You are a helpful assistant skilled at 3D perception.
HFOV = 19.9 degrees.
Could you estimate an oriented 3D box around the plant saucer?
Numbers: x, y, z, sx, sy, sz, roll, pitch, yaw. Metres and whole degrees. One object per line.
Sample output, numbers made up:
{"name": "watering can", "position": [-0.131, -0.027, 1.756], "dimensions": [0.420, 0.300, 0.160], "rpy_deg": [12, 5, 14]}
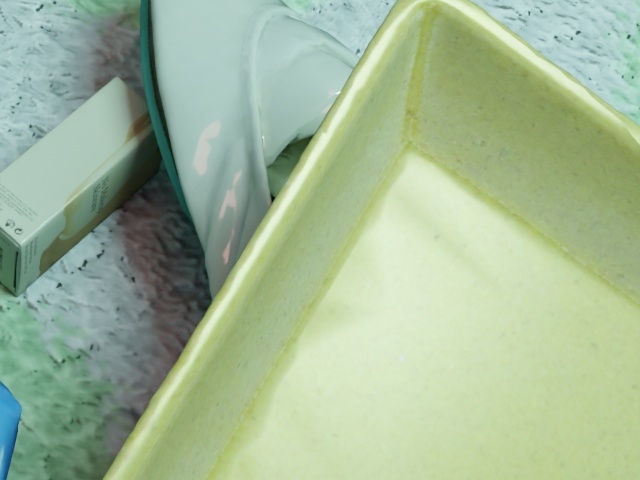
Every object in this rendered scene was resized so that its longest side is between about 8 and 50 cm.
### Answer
{"name": "plant saucer", "position": [0.085, 0.113, 0.798], "dimensions": [0.333, 0.081, 0.332], "rpy_deg": [35, 70, -10]}

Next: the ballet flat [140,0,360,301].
{"name": "ballet flat", "position": [0.000, 0.000, 0.941], "dimensions": [0.139, 0.139, 0.400], "rpy_deg": [-3, 63, -12]}

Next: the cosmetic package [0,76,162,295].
{"name": "cosmetic package", "position": [-0.137, -0.030, 0.985], "dimensions": [0.041, 0.060, 0.115], "rpy_deg": [40, 62, 12]}

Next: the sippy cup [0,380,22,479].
{"name": "sippy cup", "position": [-0.260, 0.107, 0.797], "dimensions": [0.224, 0.240, 0.305], "rpy_deg": [21, 82, -10]}
